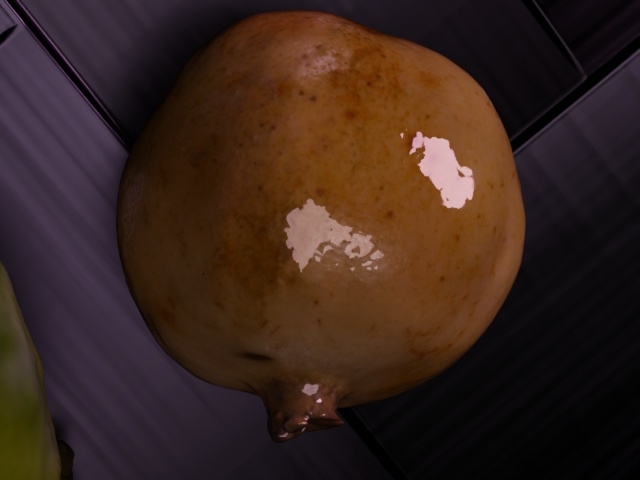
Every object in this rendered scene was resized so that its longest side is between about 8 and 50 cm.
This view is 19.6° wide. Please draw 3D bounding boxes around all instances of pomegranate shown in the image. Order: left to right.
[{"bbox_3d":[0.000,0.000,0.839,0.196,0.196,0.196,-2,99,-11],"label":"pomegranate"}]

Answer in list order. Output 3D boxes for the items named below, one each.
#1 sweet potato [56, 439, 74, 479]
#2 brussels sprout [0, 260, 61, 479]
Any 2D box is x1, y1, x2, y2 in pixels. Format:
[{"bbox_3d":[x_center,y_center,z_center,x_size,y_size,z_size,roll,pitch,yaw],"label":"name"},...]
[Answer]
[{"bbox_3d":[-0.201,0.258,0.893,0.108,0.079,0.346,42,90,15],"label":"sweet potato"},{"bbox_3d":[-0.263,0.099,0.772,0.344,0.268,0.344,3,108,9],"label":"brussels sprout"}]
